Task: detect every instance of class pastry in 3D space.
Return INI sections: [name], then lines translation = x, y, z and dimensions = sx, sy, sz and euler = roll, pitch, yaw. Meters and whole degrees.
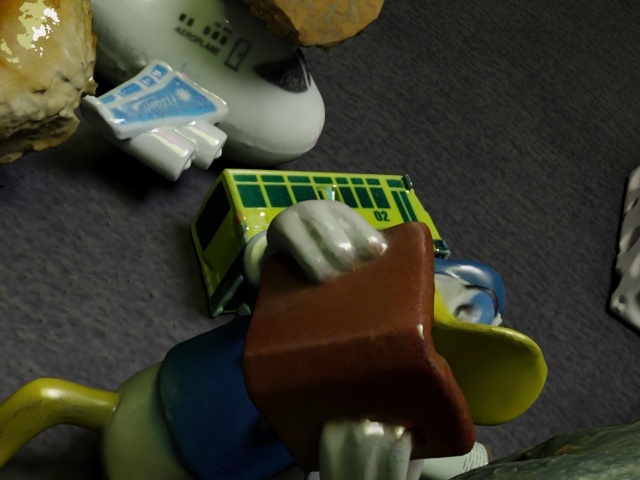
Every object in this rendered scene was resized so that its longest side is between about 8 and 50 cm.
[pastry]
translation = -0.239, -0.138, 0.578
dimensions = 0.182, 0.093, 0.192
euler = -17, 70, 6

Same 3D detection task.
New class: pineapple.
[pineapple]
translation = -0.035, -0.240, 0.697
dimensions = 0.125, 0.125, 0.251
euler = 4, 33, -32

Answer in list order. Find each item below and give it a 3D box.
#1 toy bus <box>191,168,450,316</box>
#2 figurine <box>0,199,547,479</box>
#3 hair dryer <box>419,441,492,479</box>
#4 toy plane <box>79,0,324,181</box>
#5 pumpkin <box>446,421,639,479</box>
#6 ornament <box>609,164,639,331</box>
[toy bus]
translation = 0.000, 0.000, 0.680
dimensions = 0.175, 0.088, 0.101
euler = -1, 55, -32
[figurine]
translation = -0.008, 0.056, 0.485
dimensions = 0.338, 0.283, 0.204
euler = -18, 76, -38
[hair dryer]
translation = 0.052, 0.090, 0.685
dimensions = 0.155, 0.044, 0.183
euler = 25, 41, -17
[toy plane]
translation = -0.109, -0.158, 0.709
dimensions = 0.267, 0.122, 0.266
euler = 19, 50, -24
[pumpkin]
translation = 0.152, 0.242, 0.409
dimensions = 0.258, 0.327, 0.291
euler = -9, 52, 7
[ornament]
translation = 0.465, -0.003, 0.882
dimensions = 0.239, 0.240, 0.239
euler = 34, 44, -7
